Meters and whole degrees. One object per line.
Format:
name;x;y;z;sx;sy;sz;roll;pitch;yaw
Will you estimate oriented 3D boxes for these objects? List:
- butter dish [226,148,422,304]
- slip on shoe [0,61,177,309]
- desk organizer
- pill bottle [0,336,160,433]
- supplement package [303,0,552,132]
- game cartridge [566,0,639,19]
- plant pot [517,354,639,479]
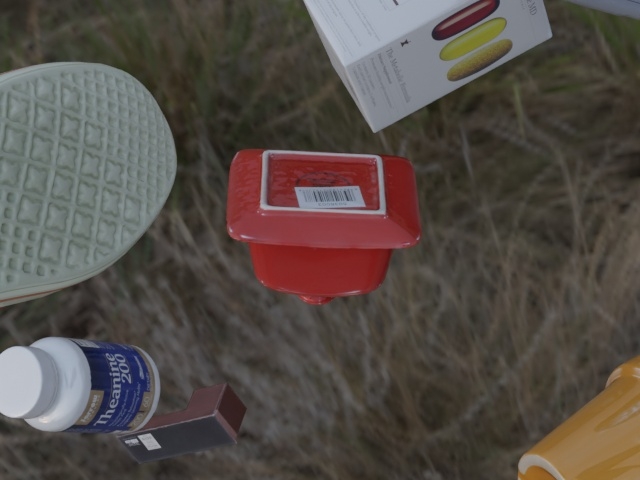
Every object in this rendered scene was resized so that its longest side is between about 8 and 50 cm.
butter dish;0.000;0.000;1.507;0.160;0.118;0.160;3;30;-2
slip on shoe;-0.209;-0.001;0.935;0.101;0.123;0.331;-9;22;49
desk organizer;-0.147;0.195;1.895;0.130;0.047;0.050;-16;35;30
pill bottle;-0.174;0.103;1.259;0.067;0.120;0.067;-5;81;34
supplement package;0.126;-0.263;2.083;0.244;0.139;0.134;-29;53;0
game cartridge;0.210;-0.316;1.779;0.198;0.062;0.297;5;32;-33
plant pot;0.304;0.229;1.742;0.188;0.205;0.205;-23;54;-19
